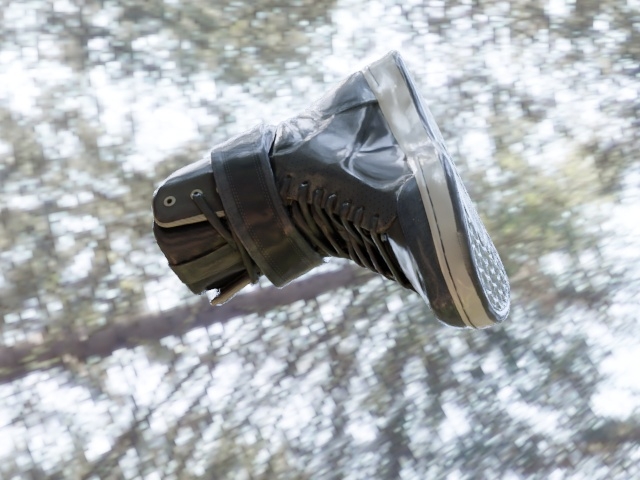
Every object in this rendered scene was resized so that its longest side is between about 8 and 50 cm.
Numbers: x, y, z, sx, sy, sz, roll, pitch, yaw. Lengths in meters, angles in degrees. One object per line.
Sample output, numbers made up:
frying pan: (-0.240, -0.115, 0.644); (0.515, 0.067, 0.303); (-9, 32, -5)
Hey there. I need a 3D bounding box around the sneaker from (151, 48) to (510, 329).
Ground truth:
sneaker: (0.001, 0.001, 0.903); (0.163, 0.226, 0.086); (-25, -59, 4)
